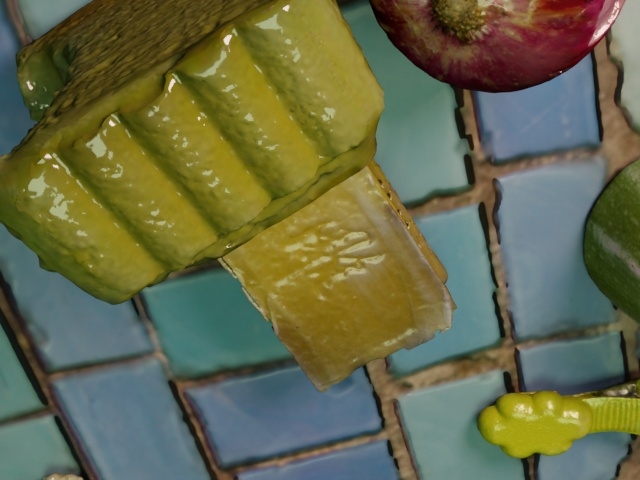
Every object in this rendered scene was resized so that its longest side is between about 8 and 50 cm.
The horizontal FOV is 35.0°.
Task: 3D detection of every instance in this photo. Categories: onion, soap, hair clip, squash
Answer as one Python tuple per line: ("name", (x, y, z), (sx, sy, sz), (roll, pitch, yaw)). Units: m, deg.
("onion", (0.110, -0.180, 0.649), (0.177, 0.153, 0.177), (7, 106, 25))
("soap", (0.000, -0.001, 0.784), (0.135, 0.076, 0.233), (-28, 122, 11))
("hair clip", (0.230, 0.163, 0.927), (0.173, 0.046, 0.072), (-6, 117, -1))
("squash", (0.305, 0.013, 0.811), (0.170, 0.123, 0.170), (-1, 115, -3))

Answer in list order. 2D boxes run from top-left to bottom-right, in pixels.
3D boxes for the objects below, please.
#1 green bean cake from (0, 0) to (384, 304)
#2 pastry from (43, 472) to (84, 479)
("green bean cake", (-0.084, -0.088, 0.632), (0.233, 0.236, 0.124), (-29, 120, 8))
("pastry", (-0.168, 0.308, 0.945), (0.258, 0.089, 0.121), (31, 100, -25))
